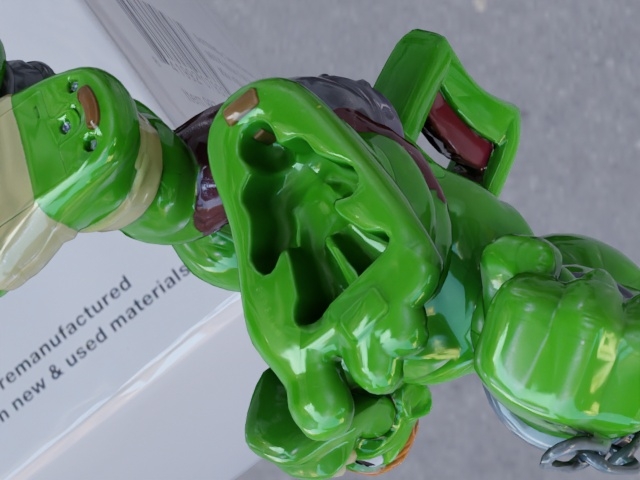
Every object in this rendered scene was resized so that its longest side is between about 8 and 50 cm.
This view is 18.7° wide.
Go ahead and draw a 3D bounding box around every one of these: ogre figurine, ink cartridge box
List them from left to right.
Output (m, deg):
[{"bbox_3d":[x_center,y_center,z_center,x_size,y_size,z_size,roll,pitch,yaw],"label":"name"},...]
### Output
[{"bbox_3d":[-0.147,-0.081,0.875,0.166,0.395,0.285,-38,165,8],"label":"ink cartridge box"},{"bbox_3d":[0.000,0.000,0.400,0.197,0.097,0.118,-3,170,35],"label":"ogre figurine"}]
